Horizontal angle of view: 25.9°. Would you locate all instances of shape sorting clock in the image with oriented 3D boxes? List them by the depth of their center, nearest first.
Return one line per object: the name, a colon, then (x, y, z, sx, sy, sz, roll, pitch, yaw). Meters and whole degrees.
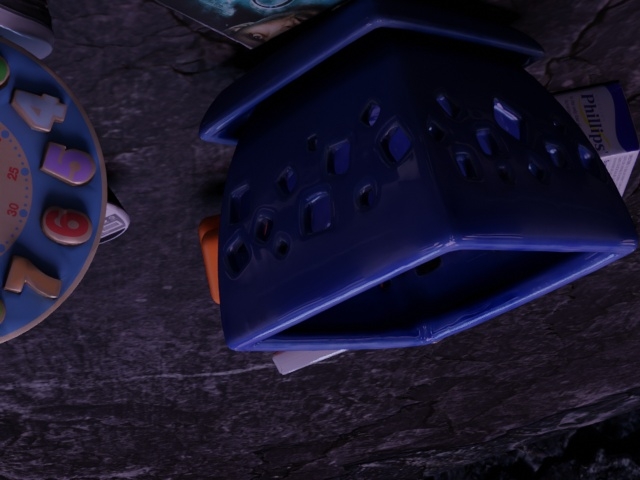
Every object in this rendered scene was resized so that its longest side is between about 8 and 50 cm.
shape sorting clock: (-0.233, -0.033, 0.862, 0.206, 0.206, 0.040, -4, 176, -20)

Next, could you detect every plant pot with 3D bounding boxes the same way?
plant pot: (0.060, -0.050, 1.056, 0.236, 0.212, 0.236, 2, 156, -46)

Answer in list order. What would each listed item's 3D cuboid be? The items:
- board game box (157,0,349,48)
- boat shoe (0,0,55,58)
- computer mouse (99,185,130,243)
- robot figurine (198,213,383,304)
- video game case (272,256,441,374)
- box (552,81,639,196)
board game box: (-0.053, -0.187, 0.913, 0.126, 0.026, 0.186, -24, 157, 28)
boat shoe: (-0.224, -0.156, 0.887, 0.049, 0.040, 0.142, -12, 161, 27)
computer mouse: (-0.231, -0.048, 1.172, 0.106, 0.042, 0.193, -22, 152, 15)
robot figurine: (0.000, 0.001, 1.292, 0.219, 0.128, 0.158, -11, 160, -6)
video game case: (0.090, 0.041, 1.390, 0.204, 0.025, 0.285, -24, -173, 26)
box: (0.212, -0.076, 1.284, 0.137, 0.072, 0.126, -10, 159, -1)
